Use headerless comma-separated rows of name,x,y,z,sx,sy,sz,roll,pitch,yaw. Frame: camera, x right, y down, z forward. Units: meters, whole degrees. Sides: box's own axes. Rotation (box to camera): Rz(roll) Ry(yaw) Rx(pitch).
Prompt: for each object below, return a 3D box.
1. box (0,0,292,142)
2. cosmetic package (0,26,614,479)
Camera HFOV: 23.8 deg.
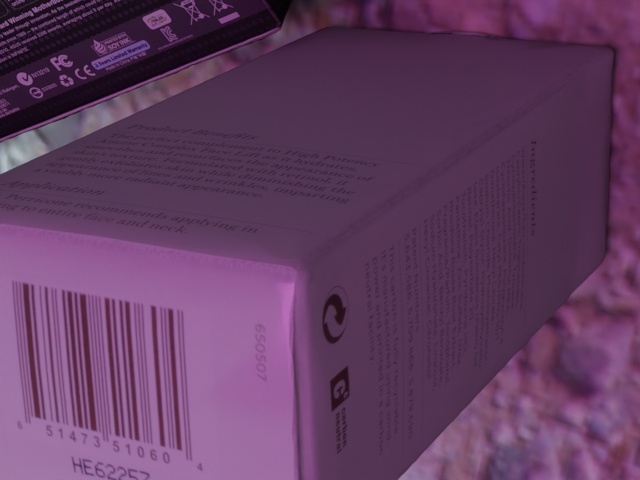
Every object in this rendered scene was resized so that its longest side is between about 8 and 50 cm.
box,-0.168,-0.132,0.556,0.270,0.060,0.216,-17,126,33
cosmetic package,0.000,0.000,0.459,0.117,0.231,0.085,9,112,28
